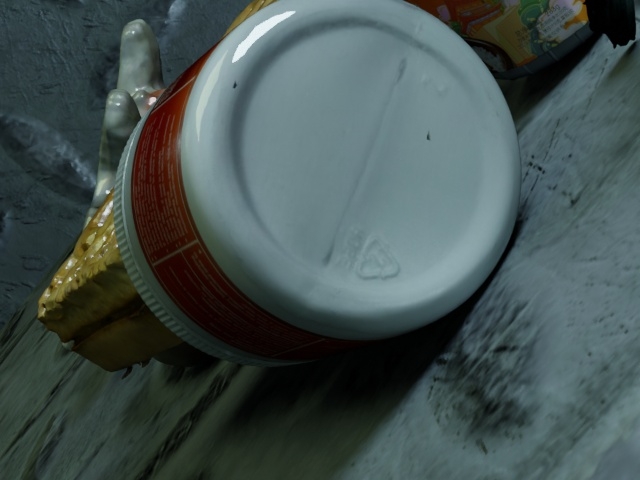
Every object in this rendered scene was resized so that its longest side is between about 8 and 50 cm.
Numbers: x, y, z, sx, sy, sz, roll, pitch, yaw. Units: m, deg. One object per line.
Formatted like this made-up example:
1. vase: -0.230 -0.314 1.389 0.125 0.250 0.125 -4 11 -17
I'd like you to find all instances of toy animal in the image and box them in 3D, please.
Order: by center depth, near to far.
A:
1. toy animal: -0.156 -0.029 1.970 0.308 0.188 0.266 -85 12 -52

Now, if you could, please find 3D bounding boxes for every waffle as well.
1. waffle: -0.061 -0.064 1.339 0.328 0.098 0.224 -55 10 -23

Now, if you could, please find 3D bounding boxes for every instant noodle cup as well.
1. instant noodle cup: 0.124 -0.187 1.249 0.208 0.125 0.177 -41 22 4

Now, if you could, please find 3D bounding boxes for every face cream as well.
1. face cream: -0.006 -0.032 1.126 0.201 0.201 0.187 -56 11 -20

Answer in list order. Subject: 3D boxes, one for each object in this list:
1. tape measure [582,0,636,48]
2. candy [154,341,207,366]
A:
1. tape measure: 0.212 -0.196 0.965 0.098 0.215 0.351 -58 -32 -30
2. candy: -0.084 -0.003 1.629 0.234 0.102 0.104 -59 13 -23
